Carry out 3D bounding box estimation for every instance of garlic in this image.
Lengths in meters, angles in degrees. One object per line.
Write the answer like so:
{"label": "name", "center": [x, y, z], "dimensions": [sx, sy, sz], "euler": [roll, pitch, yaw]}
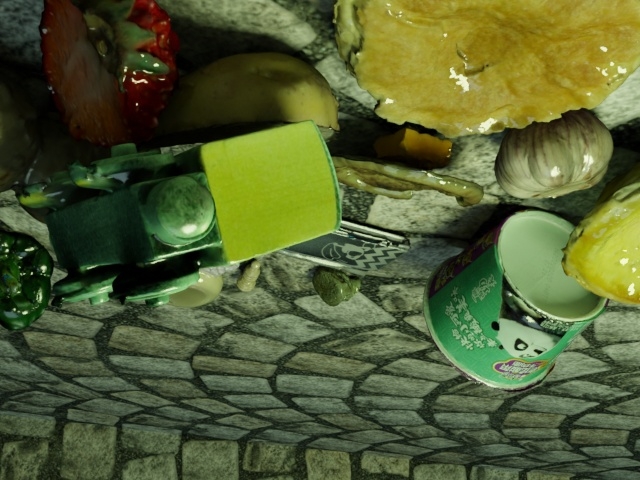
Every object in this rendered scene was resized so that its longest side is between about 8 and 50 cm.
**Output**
{"label": "garlic", "center": [0.284, -0.107, 0.980], "dimensions": [0.159, 0.101, 0.147], "euler": [-5, 164, -42]}

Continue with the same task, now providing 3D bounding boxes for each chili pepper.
{"label": "chili pepper", "center": [-0.555, 0.065, 1.420], "dimensions": [0.174, 0.165, 0.261], "euler": [32, 151, -13]}

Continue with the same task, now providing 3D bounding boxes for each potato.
{"label": "potato", "center": [-0.099, -0.159, 0.900], "dimensions": [0.244, 0.098, 0.138], "euler": [-5, 179, -6]}

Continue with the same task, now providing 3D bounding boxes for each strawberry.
{"label": "strawberry", "center": [-0.220, -0.192, 0.871], "dimensions": [0.111, 0.190, 0.237], "euler": [-29, -173, -30]}

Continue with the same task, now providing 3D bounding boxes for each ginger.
{"label": "ginger", "center": [-0.367, -0.114, 1.046], "dimensions": [0.304, 0.155, 0.245], "euler": [12, 148, -34]}

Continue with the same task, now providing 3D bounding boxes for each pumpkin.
{"label": "pumpkin", "center": [0.118, -0.121, 1.038], "dimensions": [0.083, 0.053, 0.074], "euler": [10, 174, -30]}

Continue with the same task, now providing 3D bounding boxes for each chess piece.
{"label": "chess piece", "center": [-0.129, 0.062, 1.491], "dimensions": [0.035, 0.035, 0.092], "euler": [11, 151, -14]}

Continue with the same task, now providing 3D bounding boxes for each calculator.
{"label": "calculator", "center": [0.000, -0.001, 1.343], "dimensions": [0.274, 0.028, 0.166], "euler": [15, 156, -18]}

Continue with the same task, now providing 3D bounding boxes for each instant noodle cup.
{"label": "instant noodle cup", "center": [0.309, 0.082, 1.234], "dimensions": [0.251, 0.251, 0.190], "euler": [12, 145, -15]}

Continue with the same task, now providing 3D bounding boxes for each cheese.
{"label": "cheese", "center": [-0.227, 0.066, 1.480], "dimensions": [0.137, 0.064, 0.227], "euler": [22, 148, -36]}

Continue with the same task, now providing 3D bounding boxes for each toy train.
{"label": "toy train", "center": [-0.167, -0.028, 0.887], "dimensions": [0.253, 0.160, 0.397], "euler": [-18, -174, -32]}

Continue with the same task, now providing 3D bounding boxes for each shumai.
{"label": "shumai", "center": [0.038, 0.078, 1.481], "dimensions": [0.081, 0.082, 0.083], "euler": [-24, -171, -36]}

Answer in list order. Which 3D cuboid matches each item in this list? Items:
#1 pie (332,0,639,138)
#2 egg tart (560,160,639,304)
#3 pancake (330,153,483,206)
{"label": "pie", "center": [0.170, -0.211, 0.803], "dimensions": [0.340, 0.083, 0.339], "euler": [3, 152, 1]}
{"label": "egg tart", "center": [0.470, -0.029, 1.068], "dimensions": [0.315, 0.120, 0.315], "euler": [-2, 144, -1]}
{"label": "pancake", "center": [0.101, -0.082, 1.068], "dimensions": [0.212, 0.029, 0.235], "euler": [15, 176, -37]}
